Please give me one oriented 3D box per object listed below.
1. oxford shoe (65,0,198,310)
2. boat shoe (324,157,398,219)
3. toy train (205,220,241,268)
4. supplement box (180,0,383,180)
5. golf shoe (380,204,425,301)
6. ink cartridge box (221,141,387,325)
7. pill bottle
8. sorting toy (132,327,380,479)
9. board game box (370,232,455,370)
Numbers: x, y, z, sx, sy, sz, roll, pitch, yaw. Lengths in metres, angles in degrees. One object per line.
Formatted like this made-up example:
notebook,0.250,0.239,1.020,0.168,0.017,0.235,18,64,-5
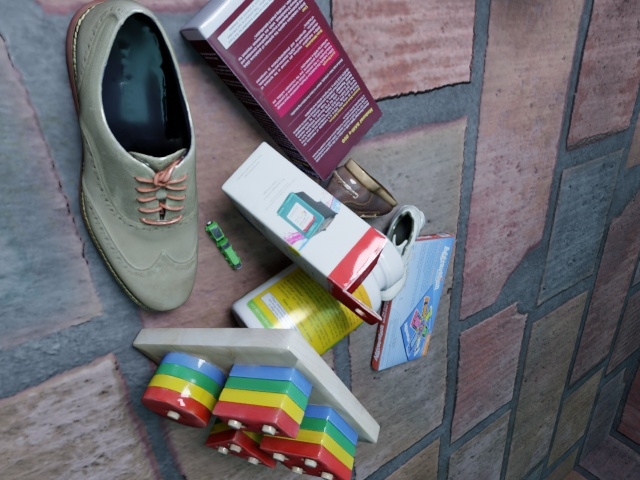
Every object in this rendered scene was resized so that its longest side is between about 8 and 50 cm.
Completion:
oxford shoe,-0.187,-0.059,0.442,0.123,0.130,0.348,-18,119,-28
boat shoe,0.058,-0.065,0.626,0.073,0.073,0.207,-48,159,13
toy train,-0.131,0.008,0.581,0.017,0.024,0.083,-38,127,-16
supplement box,-0.035,-0.203,0.525,0.130,0.073,0.239,-49,129,-7
golf shoe,0.124,0.022,0.724,0.086,0.069,0.176,0,107,-73
ink cartridge box,0.000,0.000,0.519,0.078,0.231,0.134,-49,169,-9
pill bottle,0.004,0.085,0.638,0.246,0.136,0.136,-34,126,-19
sorting toy,-0.091,0.222,0.551,0.257,0.256,0.089,57,39,-37
board game box,0.186,0.124,0.857,0.145,0.027,0.281,-4,112,-32
